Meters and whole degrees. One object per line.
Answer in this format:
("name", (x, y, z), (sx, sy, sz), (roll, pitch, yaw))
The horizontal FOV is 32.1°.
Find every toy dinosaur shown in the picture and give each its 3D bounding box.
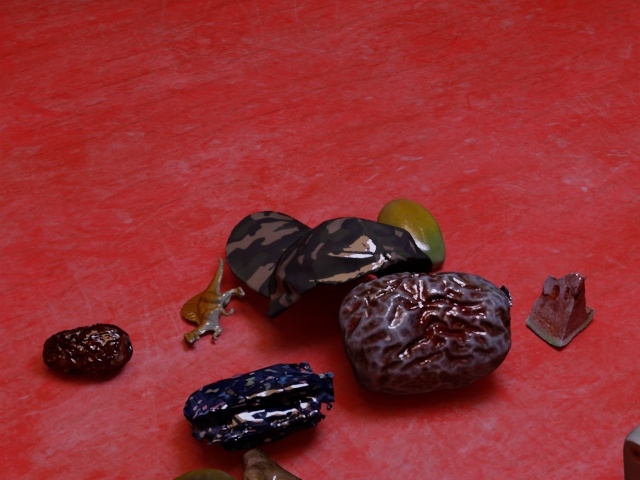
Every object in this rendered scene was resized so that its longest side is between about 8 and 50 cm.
("toy dinosaur", (-0.221, 0.127, 2.202), (0.142, 0.057, 0.212), (-24, 32, -8))

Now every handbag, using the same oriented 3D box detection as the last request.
("handbag", (-0.105, 0.287, 1.916), (0.260, 0.113, 0.162), (-13, 6, -18))

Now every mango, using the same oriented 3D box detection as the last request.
("mango", (0.195, -0.012, 2.365), (0.130, 0.091, 0.194), (-21, 52, -30))

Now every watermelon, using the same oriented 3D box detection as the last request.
("watermelon", (0.458, 0.132, 2.158), (0.098, 0.158, 0.121), (28, 72, 29))

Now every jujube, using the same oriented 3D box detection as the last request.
("jujube", (-0.431, 0.206, 2.050), (0.166, 0.104, 0.104), (-11, 38, 4))
("jujube", (0.190, 0.163, 2.025), (0.317, 0.226, 0.226), (-9, 39, -9))

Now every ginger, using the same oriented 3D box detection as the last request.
("ginger", (-0.029, 0.423, 1.749), (0.080, 0.166, 0.333), (-50, 58, 1))

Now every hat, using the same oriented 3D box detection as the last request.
("hat", (0.000, 0.000, 2.194), (0.366, 0.257, 0.381), (-12, 48, -39))

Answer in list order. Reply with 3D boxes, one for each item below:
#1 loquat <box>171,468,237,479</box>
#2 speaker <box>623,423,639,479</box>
("loquat", (-0.196, 0.437, 1.717), (0.195, 0.152, 0.152), (-19, 42, -37))
("speaker", (0.676, 0.393, 1.732), (0.184, 0.183, 0.406), (-26, 31, -25))
